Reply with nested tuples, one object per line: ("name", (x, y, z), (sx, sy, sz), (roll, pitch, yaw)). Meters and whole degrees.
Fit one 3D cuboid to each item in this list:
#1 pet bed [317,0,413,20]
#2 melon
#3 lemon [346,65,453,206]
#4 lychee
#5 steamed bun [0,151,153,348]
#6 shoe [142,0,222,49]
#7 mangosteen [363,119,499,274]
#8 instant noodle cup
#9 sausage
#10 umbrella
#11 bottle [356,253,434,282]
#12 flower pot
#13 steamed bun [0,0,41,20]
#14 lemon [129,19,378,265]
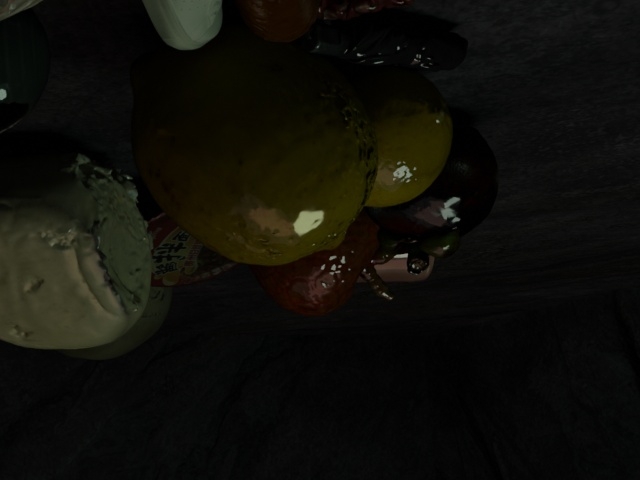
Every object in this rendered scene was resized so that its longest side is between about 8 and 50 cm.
("pet bed", (0.021, -0.266, 1.023), (0.201, 0.054, 0.201), (-1, 172, 0))
("melon", (-0.415, 0.087, 1.966), (0.268, 0.269, 0.330), (-8, 168, 16))
("lemon", (0.081, -0.133, 1.354), (0.178, 0.178, 0.203), (7, 163, -42))
("lychee", (0.000, 0.000, 1.723), (0.300, 0.255, 0.255), (30, 168, 4))
("steamed bun", (-0.419, -0.002, 1.622), (0.311, 0.233, 0.334), (1, 130, 8))
("shoe", (-0.109, -0.251, 0.957), (0.110, 0.095, 0.265), (-8, 165, 10))
("mangosteen", (0.163, -0.075, 1.573), (0.216, 0.216, 0.216), (-4, 168, -1))
("instant noodle cup", (-0.227, -0.027, 1.844), (0.273, 0.091, 0.274), (-16, 152, -9))
("sausage", (-0.032, -0.251, 0.849), (0.076, 0.103, 0.302), (31, 154, 8))
("umbrella", (0.071, -0.221, 1.186), (0.235, 0.059, 0.066), (-2, 174, -45))
("bottle", (0.047, -0.010, 1.947), (0.296, 0.173, 0.206), (-3, -159, -7))
("flower pot", (-0.387, -0.180, 1.031), (0.242, 0.157, 0.189), (0, 165, -15))
("steamed bun", (-0.281, -0.232, 0.683), (0.324, 0.220, 0.309), (-15, 163, 42))
("lemon", (-0.078, -0.110, 1.190), (0.310, 0.258, 0.258), (39, 156, -9))
